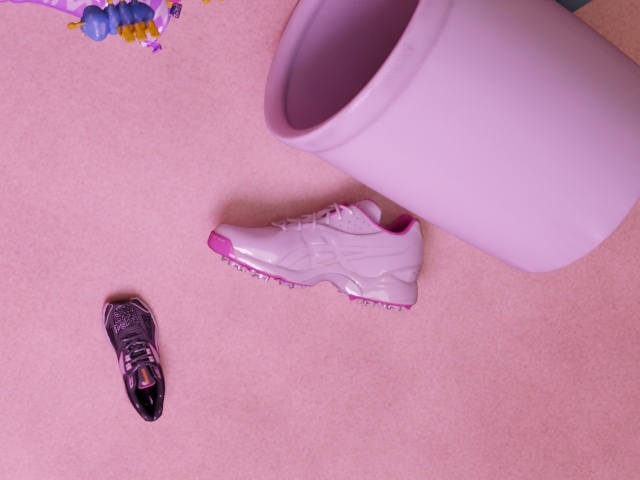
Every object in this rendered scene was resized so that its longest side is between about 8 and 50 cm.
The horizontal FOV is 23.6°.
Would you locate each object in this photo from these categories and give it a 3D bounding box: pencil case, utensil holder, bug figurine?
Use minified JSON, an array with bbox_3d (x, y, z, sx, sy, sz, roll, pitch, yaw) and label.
[{"bbox_3d":[-0.274,-0.291,1.819,0.206,0.086,0.088,17,82,-20],"label":"pencil case"},{"bbox_3d":[0.177,-0.174,1.870,0.385,0.327,0.327,30,101,-27],"label":"utensil holder"},{"bbox_3d":[-0.215,-0.348,1.777,0.216,0.072,0.279,-11,77,-26],"label":"bug figurine"}]

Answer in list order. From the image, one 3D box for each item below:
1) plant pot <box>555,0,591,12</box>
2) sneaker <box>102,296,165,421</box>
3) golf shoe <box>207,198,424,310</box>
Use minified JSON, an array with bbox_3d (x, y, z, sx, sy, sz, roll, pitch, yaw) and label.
[{"bbox_3d":[0.286,-0.410,1.892,0.165,0.165,0.234,-33,124,-1],"label":"plant pot"},{"bbox_3d":[-0.235,0.159,2.022,0.072,0.077,0.178,-21,115,-8],"label":"sneaker"},{"bbox_3d":[0.000,0.000,2.017,0.306,0.115,0.140,13,97,-27],"label":"golf shoe"}]
